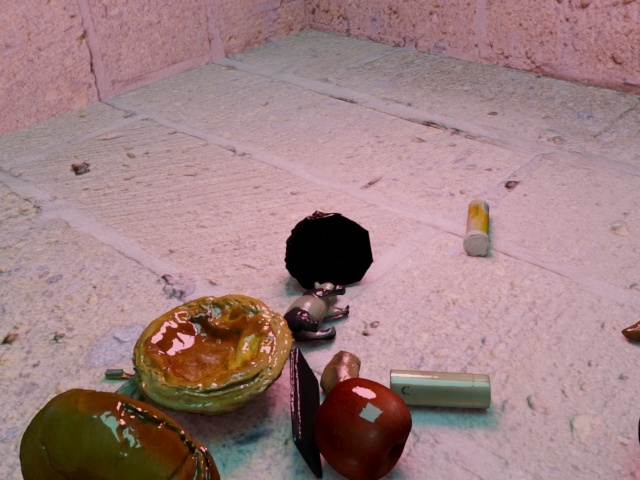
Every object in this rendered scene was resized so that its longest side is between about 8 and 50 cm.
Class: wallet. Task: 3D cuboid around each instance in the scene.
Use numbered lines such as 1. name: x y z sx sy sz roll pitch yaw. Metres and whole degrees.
1. wallet: -0.028 0.332 1.304 0.025 0.124 0.244 -20 33 10

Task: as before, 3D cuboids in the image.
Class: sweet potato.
1. sweet potato: 0.776 0.192 1.517 0.182 0.054 0.053 -13 43 -20

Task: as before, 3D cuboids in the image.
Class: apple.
1. apple: 0.076 0.342 1.219 0.168 0.181 0.181 36 47 24

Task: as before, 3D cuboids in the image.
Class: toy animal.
1. toy animal: -0.008 0.166 1.593 0.121 0.093 0.225 4 34 28

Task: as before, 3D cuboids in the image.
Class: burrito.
1. burrito: -0.389 0.307 1.426 0.058 0.063 0.229 -14 22 40

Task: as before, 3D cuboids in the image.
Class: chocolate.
1. chocolate: 0.000 0.000 1.755 0.224 0.206 0.177 -15 24 -8

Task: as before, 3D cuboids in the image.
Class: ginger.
1. ginger: 0.051 0.299 1.393 0.096 0.068 0.190 -2 32 -12

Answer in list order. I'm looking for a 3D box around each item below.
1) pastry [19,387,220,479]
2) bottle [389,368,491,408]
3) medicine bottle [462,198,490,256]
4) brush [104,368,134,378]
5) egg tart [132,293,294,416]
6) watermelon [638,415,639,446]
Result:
1. pastry: -0.324 0.383 1.073 0.356 0.355 0.163 8 41 17
2. bottle: 0.243 0.305 1.366 0.202 0.072 0.072 1 33 7
3. medicine bottle: 0.447 -0.041 1.889 0.074 0.073 0.218 5 32 13
4. brush: -0.438 0.297 1.480 0.083 0.021 0.018 2 31 7
5. egg tart: -0.223 0.255 1.409 0.352 0.150 0.352 -2 32 1
6. watermelon: 0.686 0.336 1.106 0.285 0.285 0.285 -2 33 1
